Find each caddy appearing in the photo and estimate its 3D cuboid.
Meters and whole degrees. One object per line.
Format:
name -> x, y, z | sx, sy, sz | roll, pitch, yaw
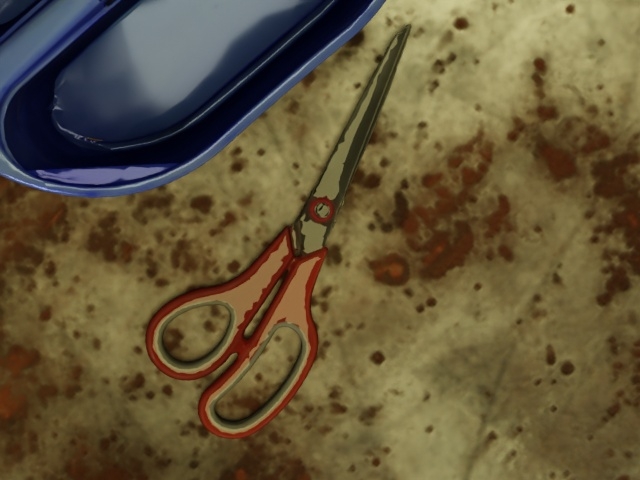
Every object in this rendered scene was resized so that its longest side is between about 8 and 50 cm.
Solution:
caddy -> -0.100, -0.182, 1.075 | 0.341, 0.179, 0.241 | -41, 98, 3

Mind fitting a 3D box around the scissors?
scissors -> 0.000, 0.000, 1.192 | 0.109, 0.021, 0.297 | 39, 94, -6
